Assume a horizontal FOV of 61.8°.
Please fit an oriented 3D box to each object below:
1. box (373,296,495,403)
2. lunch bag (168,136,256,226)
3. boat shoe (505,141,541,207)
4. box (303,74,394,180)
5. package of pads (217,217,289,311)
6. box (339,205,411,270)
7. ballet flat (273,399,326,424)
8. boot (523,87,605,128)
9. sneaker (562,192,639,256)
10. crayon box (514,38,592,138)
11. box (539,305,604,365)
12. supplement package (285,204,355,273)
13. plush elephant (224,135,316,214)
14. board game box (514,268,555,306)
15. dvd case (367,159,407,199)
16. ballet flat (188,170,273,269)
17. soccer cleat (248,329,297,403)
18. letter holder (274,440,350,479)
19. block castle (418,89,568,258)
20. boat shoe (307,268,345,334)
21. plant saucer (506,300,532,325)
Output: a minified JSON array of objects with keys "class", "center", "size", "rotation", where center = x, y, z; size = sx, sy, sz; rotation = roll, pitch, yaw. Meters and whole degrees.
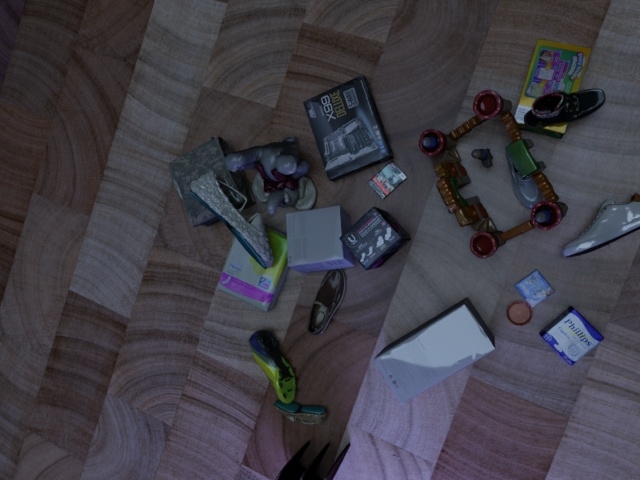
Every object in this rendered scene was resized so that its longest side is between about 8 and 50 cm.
[{"class":"box","center":[0.376,0.353,1.749],"size":[0.345,0.215,0.168],"rotation":[-35,80,15]},{"class":"lunch bag","center":[-0.417,-0.224,2.027],"size":[0.235,0.169,0.287],"rotation":[-25,87,14]},{"class":"boat shoe","center":[0.655,-0.214,1.734],"size":[0.079,0.081,0.228],"rotation":[-19,84,16]},{"class":"box","center":[0.099,-0.397,1.913],"size":[0.242,0.076,0.308],"rotation":[-19,84,17]},{"class":"package of pads","center":[-0.237,0.087,2.004],"size":[0.229,0.101,0.297],"rotation":[23,96,15]},{"class":"box","center":[0.189,-0.009,1.793],"size":[0.163,0.247,0.142],"rotation":[-43,79,12]},{"class":"ballet flat","center":[-0.077,0.640,1.968],"size":[0.206,0.073,0.067],"rotation":[6,106,21]},{"class":"boot","center":[0.728,-0.400,1.576],"size":[0.236,0.178,0.085],"rotation":[-16,86,17]},{"class":"sneaker","center":[0.874,-0.049,1.664],"size":[0.290,0.106,0.123],"rotation":[-28,72,8]},{"class":"crayon box","center":[0.736,-0.485,1.711],"size":[0.165,0.081,0.279],"rotation":[18,95,17]},{"class":"box","center":[0.793,0.301,1.693],"size":[0.137,0.072,0.126],"rotation":[-46,78,11]},{"class":"supplement package","center":[0.000,0.000,1.887],"size":[0.202,0.149,0.194],"rotation":[-8,74,17]},{"class":"plush elephant","center":[-0.152,-0.214,1.912],"size":[0.271,0.330,0.256],"rotation":[4,114,19]},{"class":"board game box","center":[0.700,0.157,1.750],"size":[0.090,0.020,0.090],"rotation":[-40,79,15]},{"class":"dvd case","center":[0.238,-0.215,1.902],"size":[0.119,0.013,0.087],"rotation":[-43,78,14]},{"class":"ballet flat","center":[-0.285,-0.083,1.874],"size":[0.147,0.147,0.409],"rotation":[-43,95,13]},{"class":"soccer cleat","center":[-0.180,0.473,2.004],"size":[0.121,0.093,0.289],"rotation":[-29,85,46]},{"class":"letter holder","center":[-0.031,0.782,1.827],"size":[0.151,0.302,0.215],"rotation":[30,98,16]},{"class":"block castle","center":[0.521,-0.199,1.658],"size":[0.303,0.212,0.454],"rotation":[-31,79,38]},{"class":"boat shoe","center":[0.019,0.223,1.923],"size":[0.095,0.095,0.258],"rotation":[19,95,17]},{"class":"plant saucer","center":[0.656,0.240,1.766],"size":[0.083,0.013,0.084],"rotation":[0,89,17]}]
